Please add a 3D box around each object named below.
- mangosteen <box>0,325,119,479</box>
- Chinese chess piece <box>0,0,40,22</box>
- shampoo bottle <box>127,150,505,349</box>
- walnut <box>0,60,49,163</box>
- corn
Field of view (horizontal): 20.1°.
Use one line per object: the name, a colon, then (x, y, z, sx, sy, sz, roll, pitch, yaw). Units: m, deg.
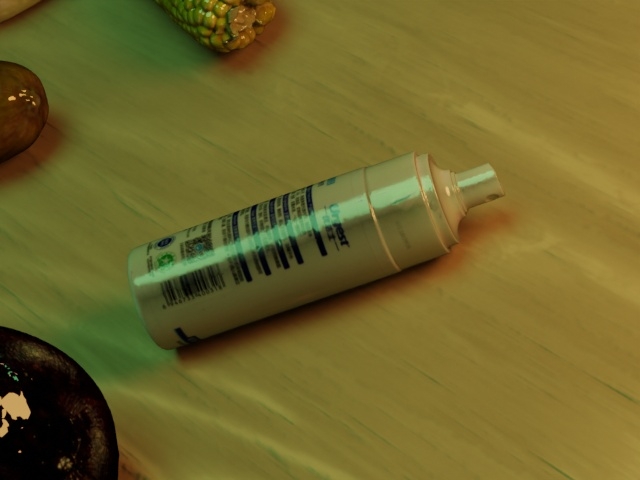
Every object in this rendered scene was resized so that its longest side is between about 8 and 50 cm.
mangosteen: (-0.274, 0.174, 1.372, 0.250, 0.211, 0.211, -22, 38, 47)
Chinese chess piece: (-0.379, -0.373, 1.938, 0.338, 0.140, 0.338, -16, 46, 17)
shampoo bottle: (0.000, 0.000, 1.444, 0.303, 0.092, 0.092, -19, 45, 10)
walnut: (-0.350, -0.114, 1.721, 0.207, 0.116, 0.116, -15, 46, 25)
corn: (-0.131, -0.270, 1.748, 0.101, 0.101, 0.310, -36, 42, -6)
